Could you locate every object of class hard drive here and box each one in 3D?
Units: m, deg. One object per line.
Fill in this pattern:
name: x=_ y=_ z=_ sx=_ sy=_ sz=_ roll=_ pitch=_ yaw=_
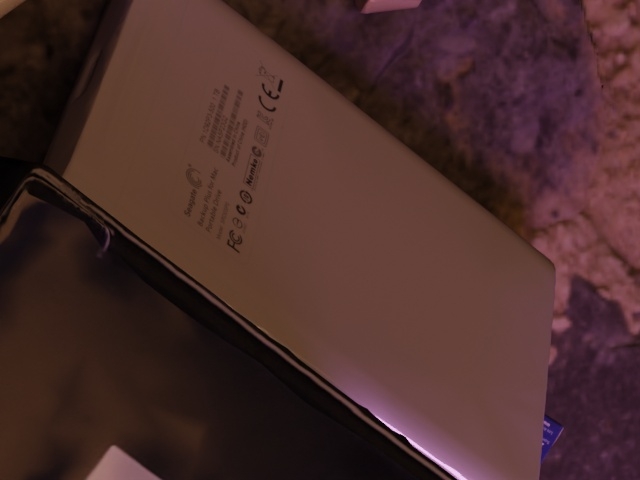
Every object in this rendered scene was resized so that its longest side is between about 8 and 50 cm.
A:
hard drive: x=0.000 y=0.000 z=0.997 sx=0.307 sy=0.040 sz=0.203 roll=38 pitch=38 yaw=-22

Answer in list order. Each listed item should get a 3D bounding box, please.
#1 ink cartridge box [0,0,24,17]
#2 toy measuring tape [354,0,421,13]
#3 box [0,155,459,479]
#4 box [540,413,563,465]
ink cartridge box: x=-0.202 y=-0.238 z=0.912 sx=0.296 sy=0.066 sz=0.261 roll=-36 pitch=107 yaw=-5
toy measuring tape: x=0.034 y=-0.296 z=1.034 sx=0.121 sy=0.121 sz=0.330 roll=-9 pitch=121 yaw=-22
box: x=-0.118 y=0.123 z=0.830 sx=0.293 sy=0.395 sz=0.212 roll=38 pitch=80 yaw=-21
box: x=0.032 y=0.171 z=1.092 sx=0.136 sy=0.036 sz=0.225 roll=34 pitch=81 yaw=-22
